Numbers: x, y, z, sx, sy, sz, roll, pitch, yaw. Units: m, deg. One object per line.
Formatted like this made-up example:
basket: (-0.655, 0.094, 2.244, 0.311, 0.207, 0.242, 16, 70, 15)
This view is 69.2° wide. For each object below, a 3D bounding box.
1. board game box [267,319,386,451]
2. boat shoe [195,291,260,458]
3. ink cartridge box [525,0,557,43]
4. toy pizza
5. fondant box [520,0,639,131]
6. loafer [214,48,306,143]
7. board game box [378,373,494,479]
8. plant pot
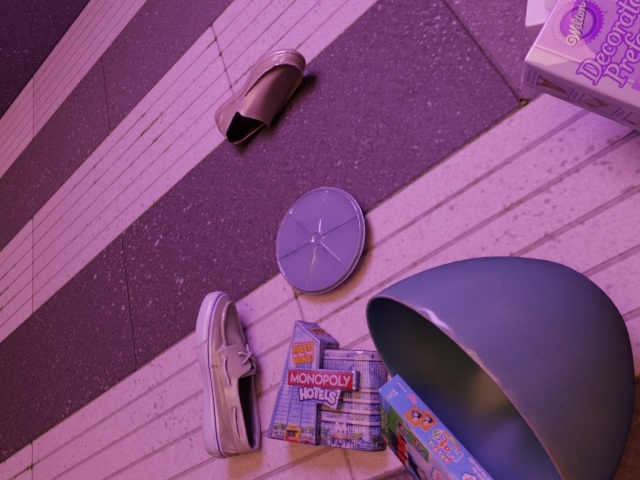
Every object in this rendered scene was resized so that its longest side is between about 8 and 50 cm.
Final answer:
board game box: (0.009, 0.228, 0.756, 0.194, 0.060, 0.194, -9, 71, 35)
boat shoe: (-0.164, 0.244, 0.870, 0.094, 0.109, 0.302, -11, 78, 18)
ink cartridge box: (0.337, -0.305, 0.621, 0.090, 0.143, 0.092, 1, 77, 37)
toy pizza: (0.000, 0.000, 0.853, 0.201, 0.032, 0.201, -12, 70, 35)
fondant box: (0.419, -0.219, 0.468, 0.330, 0.096, 0.238, 30, 105, 17)
loafer: (-0.127, -0.300, 1.008, 0.268, 0.102, 0.092, -34, 59, 35)
board game box: (0.153, 0.287, 0.572, 0.039, 0.160, 0.211, -31, 50, -19)
plant pot: (0.216, 0.130, 0.522, 0.195, 0.290, 0.290, -33, 51, -16)
